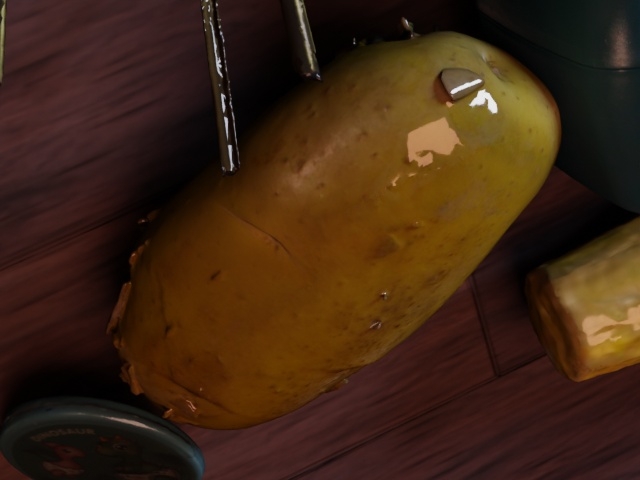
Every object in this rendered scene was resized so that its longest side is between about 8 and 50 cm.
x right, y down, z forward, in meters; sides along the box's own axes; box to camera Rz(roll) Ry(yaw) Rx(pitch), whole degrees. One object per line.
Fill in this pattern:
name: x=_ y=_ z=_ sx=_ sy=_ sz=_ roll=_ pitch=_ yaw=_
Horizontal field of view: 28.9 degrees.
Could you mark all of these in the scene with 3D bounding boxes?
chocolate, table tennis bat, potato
chocolate: x=0.352 y=-0.016 z=0.836 sx=0.445 sy=0.162 sz=0.162 roll=-23 pitch=124 yaw=-6
table tennis bat: x=-0.117 y=0.149 z=0.783 sx=0.124 sy=0.033 sz=0.201 roll=-9 pitch=141 yaw=23
potato: x=0.000 y=0.000 z=0.682 sx=0.173 sy=0.140 sz=0.300 roll=-10 pitch=151 yaw=-52

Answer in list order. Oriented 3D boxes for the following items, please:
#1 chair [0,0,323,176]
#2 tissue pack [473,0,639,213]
chair: x=-0.095 y=-0.202 z=0.552 sx=0.160 sy=0.170 sz=0.325 roll=-4 pitch=77 yaw=-20
tissue pack: x=0.231 y=-0.163 z=0.665 sx=0.287 sy=0.198 sz=0.206 roll=-25 pitch=123 yaw=-7
